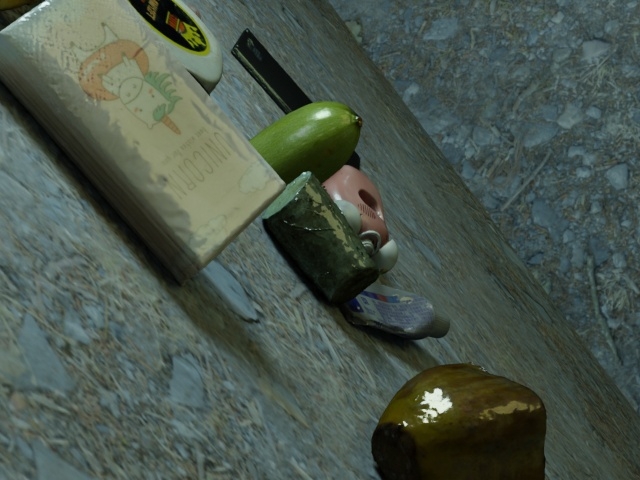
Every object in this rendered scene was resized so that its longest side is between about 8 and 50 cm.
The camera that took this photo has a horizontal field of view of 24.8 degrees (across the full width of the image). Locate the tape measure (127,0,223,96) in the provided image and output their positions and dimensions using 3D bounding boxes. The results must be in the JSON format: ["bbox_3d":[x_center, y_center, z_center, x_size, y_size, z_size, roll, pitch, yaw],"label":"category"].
[{"bbox_3d":[-0.227,-0.221,1.790,0.231,0.133,0.271,37,18,-19],"label":"tape measure"}]

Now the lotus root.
[{"bbox_3d":[0.146,0.254,1.715,0.180,0.199,0.188,-7,13,-40],"label":"lotus root"}]

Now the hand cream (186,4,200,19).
[{"bbox_3d":[-0.224,-0.332,2.288,0.067,0.043,0.210,51,18,-15],"label":"hand cream"}]

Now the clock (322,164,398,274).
[{"bbox_3d":[0.054,-0.035,2.281,0.166,0.092,0.162,40,20,-39],"label":"clock"}]

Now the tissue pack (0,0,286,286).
[{"bbox_3d":[-0.197,-0.127,1.583,0.325,0.071,0.170,49,50,-5],"label":"tissue pack"}]

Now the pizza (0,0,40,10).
[{"bbox_3d":[-0.399,-0.355,1.556,0.323,0.089,0.223,-1,71,-66],"label":"pizza"}]

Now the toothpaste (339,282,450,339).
[{"bbox_3d":[0.102,0.104,2.147,0.099,0.069,0.282,22,3,40],"label":"toothpaste"}]

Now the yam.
[{"bbox_3d":[0.000,0.000,1.993,0.183,0.107,0.107,52,13,2],"label":"yam"}]

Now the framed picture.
[{"bbox_3d":[-0.040,-0.252,2.732,0.339,0.014,0.255,48,13,-11],"label":"framed picture"}]

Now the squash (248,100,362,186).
[{"bbox_3d":[-0.023,-0.134,2.107,0.123,0.186,0.123,48,19,-23],"label":"squash"}]
